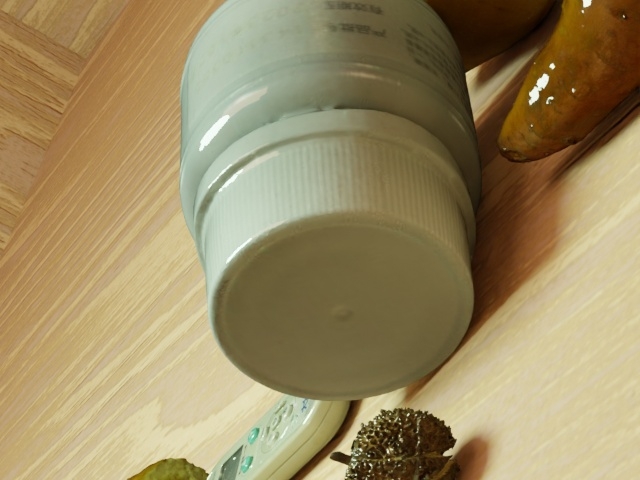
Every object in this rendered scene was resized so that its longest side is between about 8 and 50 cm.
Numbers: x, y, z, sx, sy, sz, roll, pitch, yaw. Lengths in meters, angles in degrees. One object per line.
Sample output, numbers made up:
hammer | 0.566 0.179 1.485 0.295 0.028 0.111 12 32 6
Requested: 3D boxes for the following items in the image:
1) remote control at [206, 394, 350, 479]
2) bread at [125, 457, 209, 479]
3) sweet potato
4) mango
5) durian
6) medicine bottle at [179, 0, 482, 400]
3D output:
remote control | -0.041 0.184 1.567 0.221 0.042 0.078 -49 20 39
bread | -0.177 0.285 1.690 0.172 0.103 0.132 -39 27 50
sweet potato | 0.231 -0.187 1.270 0.359 0.112 0.112 -51 18 20
mango | 0.133 -0.210 1.571 0.227 0.136 0.099 -53 49 53
durian | 0.052 0.153 1.253 0.080 0.091 0.080 -169 90 -88
medicine bottle | 0.008 -0.048 1.450 0.245 0.245 0.306 -50 27 32
